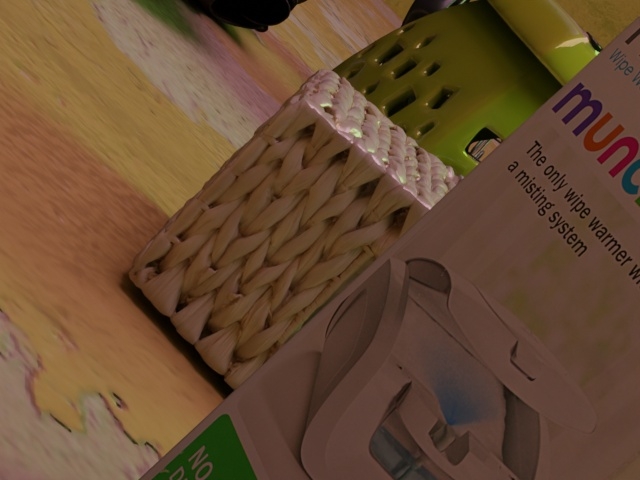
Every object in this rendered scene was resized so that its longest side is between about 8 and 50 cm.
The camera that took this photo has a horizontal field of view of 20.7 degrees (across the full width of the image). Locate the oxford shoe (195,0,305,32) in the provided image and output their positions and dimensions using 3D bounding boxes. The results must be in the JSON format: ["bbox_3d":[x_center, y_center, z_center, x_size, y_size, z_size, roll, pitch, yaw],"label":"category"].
[{"bbox_3d":[-0.054,-0.204,1.409,0.096,0.083,0.227,52,23,13],"label":"oxford shoe"}]

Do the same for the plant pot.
[{"bbox_3d":[0.142,-0.063,1.305,0.227,0.207,0.228,43,12,-26],"label":"plant pot"}]

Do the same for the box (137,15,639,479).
[{"bbox_3d":[0.117,0.094,0.514,0.262,0.231,0.127,41,11,-36],"label":"box"}]

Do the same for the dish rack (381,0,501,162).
[{"bbox_3d":[0.163,-0.092,1.527,0.271,0.074,0.208,39,-33,8],"label":"dish rack"}]

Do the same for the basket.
[{"bbox_3d":[0.000,0.000,0.727,0.103,0.113,0.167,44,10,-5],"label":"basket"}]
